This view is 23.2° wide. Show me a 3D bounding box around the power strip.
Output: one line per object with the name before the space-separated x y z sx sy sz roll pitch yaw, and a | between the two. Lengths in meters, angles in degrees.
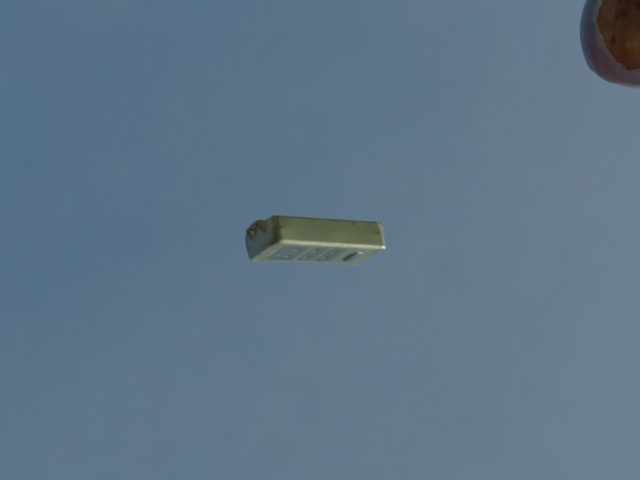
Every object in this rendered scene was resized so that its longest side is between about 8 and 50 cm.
power strip | 0.000 0.000 0.782 0.083 0.027 0.017 4 -113 -37

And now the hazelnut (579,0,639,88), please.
hazelnut | 0.185 -0.124 0.877 0.086 0.086 0.086 -1 -97 5
